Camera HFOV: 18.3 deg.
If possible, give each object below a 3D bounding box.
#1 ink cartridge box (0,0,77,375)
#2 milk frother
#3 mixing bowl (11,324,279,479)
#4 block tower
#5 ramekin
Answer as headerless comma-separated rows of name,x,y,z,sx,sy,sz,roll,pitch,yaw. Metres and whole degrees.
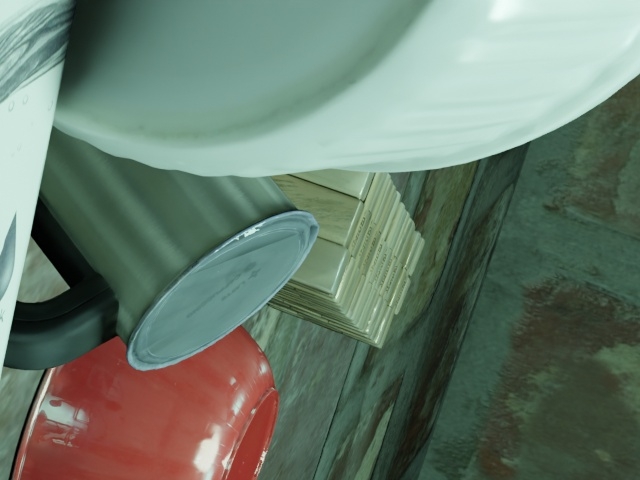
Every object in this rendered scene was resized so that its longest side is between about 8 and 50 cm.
ink cartridge box,-0.149,-0.027,0.460,0.198,0.114,0.273,-48,155,-63
milk frother,-0.087,-0.008,0.747,0.129,0.135,0.143,-37,162,-3
mixing bowl,-0.083,0.103,1.068,0.181,0.098,0.181,20,90,-80
block tower,0.000,0.000,1.299,0.335,0.097,0.091,45,65,-77
ramekin,-0.016,-0.141,0.552,0.127,0.273,0.273,-26,136,-57
